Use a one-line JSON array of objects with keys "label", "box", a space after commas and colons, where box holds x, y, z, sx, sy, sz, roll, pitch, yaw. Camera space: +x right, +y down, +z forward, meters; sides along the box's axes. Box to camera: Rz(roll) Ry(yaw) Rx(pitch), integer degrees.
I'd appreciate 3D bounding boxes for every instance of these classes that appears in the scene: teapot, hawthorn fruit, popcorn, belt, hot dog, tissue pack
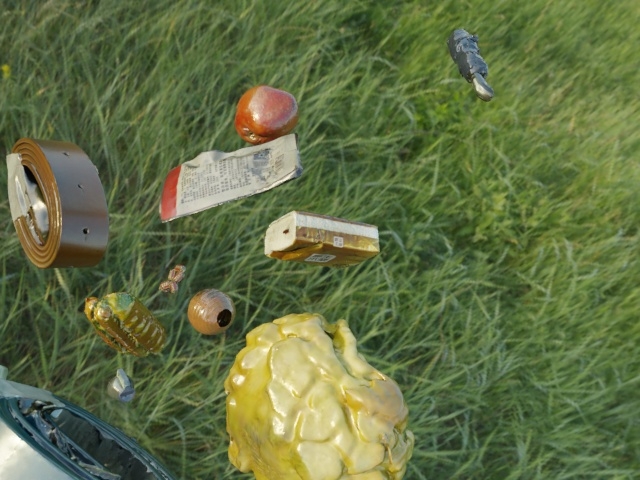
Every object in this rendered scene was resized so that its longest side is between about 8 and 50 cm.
[{"label": "teapot", "box": [-0.495, 0.367, 1.668, 0.066, 0.088, 0.057, -13, 29, -37]}, {"label": "hawthorn fruit", "box": [-0.102, -0.236, 1.256, 0.128, 0.128, 0.128, 22, 47, -25]}, {"label": "popcorn", "box": [-0.006, 0.213, 0.793, 0.190, 0.250, 0.250, -7, 63, -38]}, {"label": "belt", "box": [-0.577, -0.086, 1.453, 0.122, 0.217, 0.338, 1, 46, -47]}, {"label": "belt", "box": [-0.412, 0.404, 1.101, 0.436, 0.300, 0.173, 37, 84, 5]}, {"label": "hot dog", "box": [-0.397, 0.175, 1.356, 0.115, 0.269, 0.072, -8, 62, 6]}, {"label": "tissue pack", "box": [0.000, 0.000, 1.580, 0.226, 0.183, 0.091, 8, 70, -26]}]

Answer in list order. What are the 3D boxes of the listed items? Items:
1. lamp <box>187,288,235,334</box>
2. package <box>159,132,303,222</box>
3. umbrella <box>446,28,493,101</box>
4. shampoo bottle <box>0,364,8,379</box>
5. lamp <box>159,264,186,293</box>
[{"label": "lamp", "box": [-0.311, 0.203, 1.896, 0.136, 0.136, 0.136, 22, 47, -25]}, {"label": "package", "box": [-0.145, -0.111, 1.071, 0.154, 0.239, 0.030, -98, 171, -52]}, {"label": "umbrella", "box": [0.307, -0.362, 1.347, 0.071, 0.071, 0.248, 26, 34, -21]}, {"label": "shampoo bottle", "box": [-0.823, 0.419, 1.599, 0.087, 0.118, 0.234, 17, 65, -31]}, {"label": "lamp", "box": [-0.392, 0.102, 1.787, 0.031, 0.063, 0.083, 47, 59, -50]}]
